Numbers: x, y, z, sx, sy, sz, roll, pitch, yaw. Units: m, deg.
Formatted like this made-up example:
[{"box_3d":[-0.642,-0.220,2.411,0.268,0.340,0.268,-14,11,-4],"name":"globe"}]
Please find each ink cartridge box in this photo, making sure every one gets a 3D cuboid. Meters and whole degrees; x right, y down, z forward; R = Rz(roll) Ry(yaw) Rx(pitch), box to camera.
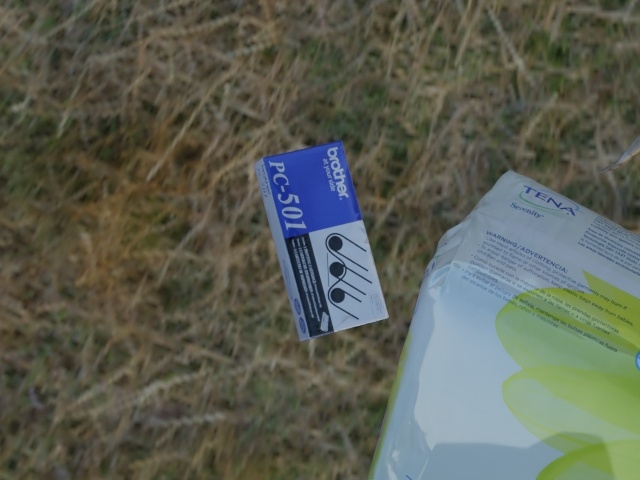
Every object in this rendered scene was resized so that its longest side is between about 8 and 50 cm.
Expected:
[{"box_3d":[0.000,0.000,1.812,0.097,0.046,0.207,-14,86,-18],"name":"ink cartridge box"}]

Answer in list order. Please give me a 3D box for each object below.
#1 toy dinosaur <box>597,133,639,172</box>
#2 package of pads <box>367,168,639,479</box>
[{"box_3d":[0.361,-0.129,1.640,0.211,0.064,0.112,-37,148,14],"name":"toy dinosaur"},{"box_3d":[0.147,0.116,0.887,0.229,0.101,0.296,28,144,13],"name":"package of pads"}]
